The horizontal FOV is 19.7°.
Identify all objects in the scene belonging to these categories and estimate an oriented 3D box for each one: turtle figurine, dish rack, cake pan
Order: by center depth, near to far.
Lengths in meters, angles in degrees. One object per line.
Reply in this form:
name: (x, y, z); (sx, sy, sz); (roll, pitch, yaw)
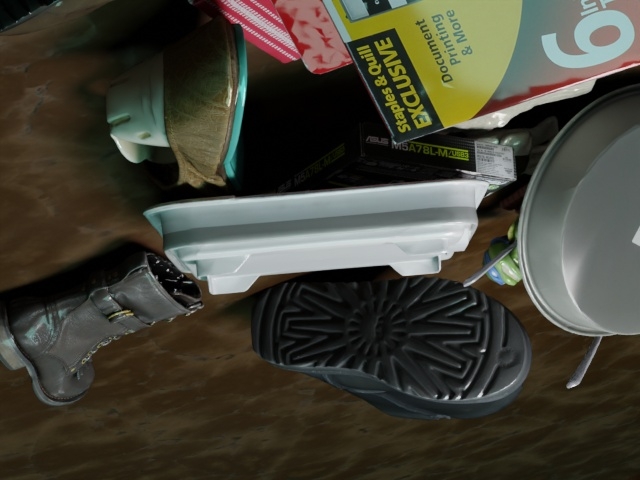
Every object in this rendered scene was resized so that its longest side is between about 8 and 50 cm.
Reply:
dish rack: (0.000, 0.000, 1.844); (0.333, 0.072, 0.285); (-6, 172, 0)
cake pan: (0.347, -0.023, 1.993); (0.293, 0.054, 0.293); (-12, 115, -26)
turtle figurine: (0.317, 0.007, 2.082); (0.266, 0.198, 0.274); (-38, -170, 13)

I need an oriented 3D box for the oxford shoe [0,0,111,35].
oxford shoe: (-0.173, -0.219, 1.419); (0.227, 0.083, 0.096); (-17, 177, 6)

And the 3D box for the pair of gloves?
pair of gloves: (0.179, -0.116, 1.944); (0.204, 0.042, 0.240); (-9, 157, -15)

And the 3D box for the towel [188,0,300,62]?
towel: (0.046, -0.236, 1.570); (0.275, 0.031, 0.199); (-21, 160, 20)

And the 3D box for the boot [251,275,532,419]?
boot: (0.162, 0.166, 2.375); (0.367, 0.146, 0.445); (10, 167, 28)

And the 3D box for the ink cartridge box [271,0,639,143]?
ink cartridge box: (0.054, -0.232, 1.245); (0.272, 0.130, 0.309); (-18, 126, 17)

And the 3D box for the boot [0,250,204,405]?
boot: (-0.242, 0.101, 2.122); (0.229, 0.091, 0.263); (-19, 157, 9)

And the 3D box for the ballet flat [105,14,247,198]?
ballet flat: (-0.129, -0.110, 1.651); (0.124, 0.116, 0.342); (0, 169, -3)

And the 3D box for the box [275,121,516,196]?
box: (0.077, -0.064, 1.928); (0.191, 0.045, 0.184); (7, 162, -28)
